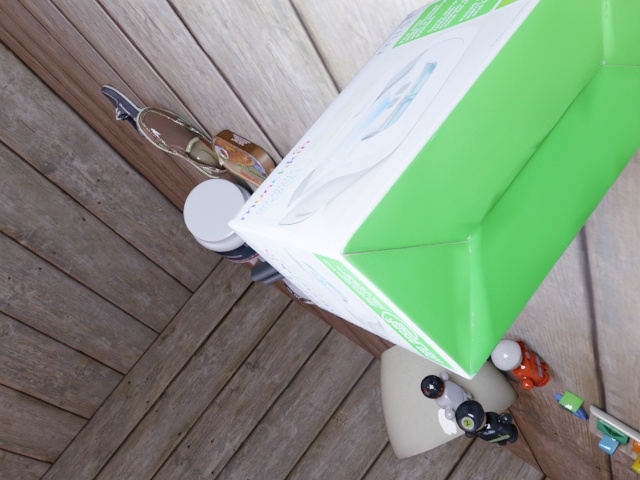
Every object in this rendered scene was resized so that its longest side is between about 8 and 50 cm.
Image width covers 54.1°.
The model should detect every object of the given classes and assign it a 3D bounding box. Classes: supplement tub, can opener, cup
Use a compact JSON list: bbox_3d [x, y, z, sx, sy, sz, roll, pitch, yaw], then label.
[{"bbox_3d":[-0.249,-0.052,1.738,0.191,0.191,0.272,35,176,16],"label":"supplement tub"},{"bbox_3d":[-0.076,0.043,1.626,0.074,0.093,0.280,22,143,-34],"label":"can opener"},{"bbox_3d":[0.276,0.344,1.530,0.331,0.331,0.237,86,158,-76],"label":"cup"}]

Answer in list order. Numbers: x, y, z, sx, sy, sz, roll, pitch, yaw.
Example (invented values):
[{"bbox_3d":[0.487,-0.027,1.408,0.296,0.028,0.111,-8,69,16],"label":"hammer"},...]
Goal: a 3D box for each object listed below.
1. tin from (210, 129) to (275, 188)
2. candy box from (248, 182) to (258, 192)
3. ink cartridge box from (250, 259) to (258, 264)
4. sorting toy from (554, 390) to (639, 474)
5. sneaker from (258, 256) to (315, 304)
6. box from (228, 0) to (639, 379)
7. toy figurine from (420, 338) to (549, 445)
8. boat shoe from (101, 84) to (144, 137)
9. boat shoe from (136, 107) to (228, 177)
[{"bbox_3d":[-0.166,-0.177,1.371,0.189,0.040,0.106,31,148,33],"label":"tin"},{"bbox_3d":[-0.151,-0.147,1.529,0.105,0.027,0.206,35,169,29],"label":"candy box"},{"bbox_3d":[-0.334,-0.055,2.282,0.272,0.115,0.198,34,168,23],"label":"ink cartridge box"},{"bbox_3d":[0.625,0.422,1.269,0.347,0.047,0.196,31,167,34],"label":"sorting toy"},{"bbox_3d":[-0.107,0.057,1.930,0.365,0.137,0.210,37,172,29],"label":"sneaker"},{"bbox_3d":[0.086,-0.062,0.467,0.127,0.262,0.231,43,169,-21],"label":"box"},{"bbox_3d":[0.316,0.276,1.247,0.148,0.213,0.209,31,179,-31],"label":"toy figurine"},{"bbox_3d":[-0.582,-0.385,1.867,0.206,0.065,0.075,38,170,5],"label":"boat shoe"},{"bbox_3d":[-0.330,-0.248,1.556,0.257,0.095,0.095,30,171,-26],"label":"boat shoe"}]
